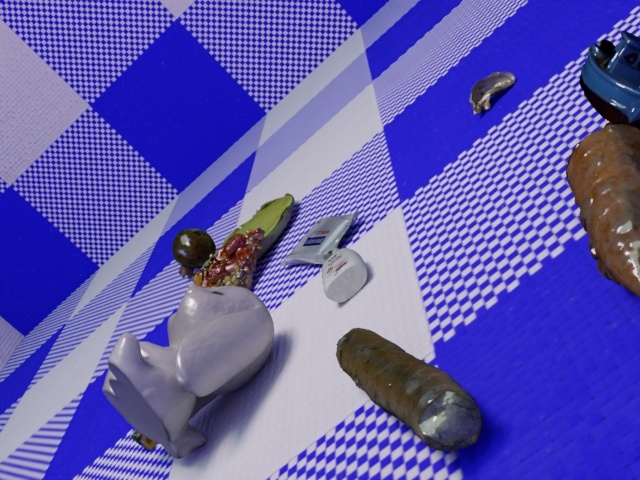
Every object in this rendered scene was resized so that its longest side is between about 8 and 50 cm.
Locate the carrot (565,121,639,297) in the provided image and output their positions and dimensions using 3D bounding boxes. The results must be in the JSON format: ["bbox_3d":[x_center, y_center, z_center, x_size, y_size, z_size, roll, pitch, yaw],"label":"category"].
[{"bbox_3d":[0.291,-0.019,0.812,0.102,0.102,0.263,-37,19,26],"label":"carrot"}]

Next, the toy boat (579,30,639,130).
[{"bbox_3d":[0.372,-0.197,1.033,0.223,0.100,0.097,-75,11,-64],"label":"toy boat"}]

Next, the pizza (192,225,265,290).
[{"bbox_3d":[-0.190,0.045,1.793,0.201,0.053,0.193,2,58,50],"label":"pizza"}]

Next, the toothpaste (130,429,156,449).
[{"bbox_3d":[-0.261,0.286,1.517,0.178,0.037,0.043,-52,14,-25],"label":"toothpaste"}]

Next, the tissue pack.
[{"bbox_3d":[0.000,0.000,1.598,0.123,0.026,0.193,-51,17,-19],"label":"tissue pack"}]

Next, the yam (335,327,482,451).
[{"bbox_3d":[0.087,0.153,0.934,0.071,0.067,0.317,-59,15,-2],"label":"yam"}]

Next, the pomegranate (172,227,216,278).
[{"bbox_3d":[-0.330,0.036,2.205,0.115,0.114,0.142,-71,6,-58],"label":"pomegranate"}]

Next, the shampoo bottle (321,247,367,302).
[{"bbox_3d":[0.034,0.043,1.377,0.077,0.045,0.152,-42,15,9],"label":"shampoo bottle"}]

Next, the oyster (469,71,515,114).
[{"bbox_3d":[0.302,-0.252,1.505,0.083,0.038,0.081,-11,54,14],"label":"oyster"}]

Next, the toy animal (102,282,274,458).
[{"bbox_3d":[-0.188,0.186,1.350,0.265,0.206,0.272,-39,-8,-29],"label":"toy animal"}]

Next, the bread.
[{"bbox_3d":[-0.166,0.002,1.975,0.301,0.045,0.301,-38,17,14],"label":"bread"}]
